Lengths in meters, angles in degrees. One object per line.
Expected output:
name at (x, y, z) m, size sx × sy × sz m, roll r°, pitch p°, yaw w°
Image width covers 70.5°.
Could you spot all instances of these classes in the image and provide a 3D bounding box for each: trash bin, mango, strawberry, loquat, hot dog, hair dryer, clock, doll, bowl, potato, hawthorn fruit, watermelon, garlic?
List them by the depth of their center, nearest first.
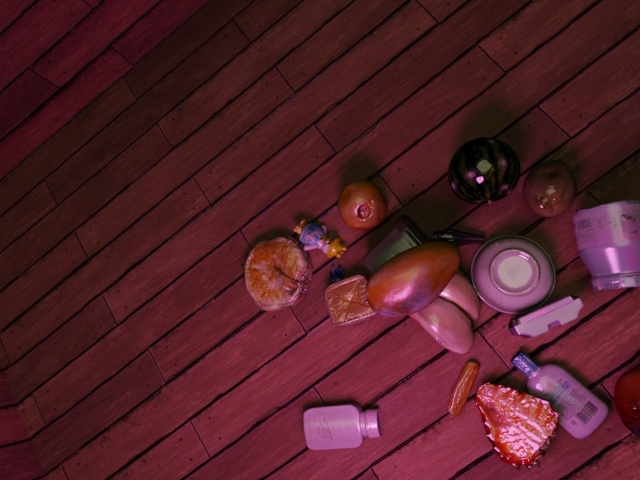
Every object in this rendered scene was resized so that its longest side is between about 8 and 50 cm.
hawthorn fruit at (1.123, 0.528, 1.456) m, size 0.311 × 0.295 × 0.295 m, roll -16°, pitch 75°, yaw -12°
mango at (0.331, 0.136, 1.597) m, size 0.384 × 0.199 × 0.221 m, roll -31°, pitch 116°, yaw 1°
strawberry at (0.683, 0.659, 1.611) m, size 0.280 × 0.150 × 0.253 m, roll 14°, pitch 79°, yaw 31°
clock at (0.806, 0.280, 1.622) m, size 0.253 × 0.186 × 0.083 m, roll -28°, pitch 72°, yaw 10°
bowl at (0.720, 0.123, 1.694) m, size 0.307 × 0.163 × 0.307 m, roll -2°, pitch 82°, yaw 17°
potato at (0.868, -0.197, 1.714) m, size 0.177 × 0.160 × 0.235 m, roll 30°, pitch 78°, yaw -6°
hot dog at (0.535, 0.557, 1.717) m, size 0.066 × 0.047 × 0.216 m, roll 24°, pitch 87°, yaw -19°
garlic at (0.464, 0.264, 1.725) m, size 0.313 × 0.249 × 0.286 m, roll 32°, pitch 46°, yaw 25°
watermelon at (0.629, -0.266, 1.743) m, size 0.268 × 0.269 × 0.269 m, roll -3°, pitch 79°, yaw 15°
hair dryer at (0.538, 0.044, 1.756) m, size 0.195 × 0.075 × 0.219 m, roll 4°, pitch 46°, yaw 9°
trash bin at (0.315, 0.058, 1.792) m, size 0.250 × 0.219 × 0.220 m, roll -41°, pitch 71°, yaw 12°
loquat at (0.167, -0.147, 1.870) m, size 0.213 × 0.213 × 0.213 m, roll -3°, pitch 79°, yaw 15°
doll at (0.000, -0.001, 1.942) m, size 0.241 × 0.135 × 0.099 m, roll 29°, pitch 117°, yaw 20°

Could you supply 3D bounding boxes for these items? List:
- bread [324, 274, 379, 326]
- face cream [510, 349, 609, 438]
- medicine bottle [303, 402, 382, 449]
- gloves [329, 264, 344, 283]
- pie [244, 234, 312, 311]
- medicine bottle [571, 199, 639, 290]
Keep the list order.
bread at (0.135, 0.248, 1.852) m, size 0.209 × 0.110 × 0.192 m, roll -24°, pitch 68°, yaw 10°
face cream at (0.836, 0.534, 1.621) m, size 0.336 × 0.080 × 0.163 m, roll 42°, pitch 93°, yaw 18°
medicine bottle at (0.087, 0.725, 1.777) m, size 0.296 × 0.111 × 0.161 m, roll -12°, pitch 78°, yaw 15°
gloves at (0.067, 0.145, 1.932) m, size 0.064 × 0.026 × 0.086 m, roll 15°, pitch 84°, yaw 19°
pie at (-0.188, 0.143, 1.979) m, size 0.339 × 0.077 × 0.339 m, roll -2°, pitch 83°, yaw 16°
medicine bottle at (1.035, 0.026, 1.581) m, size 0.244 × 0.245 × 0.290 m, roll -9°, pitch 80°, yaw 14°
